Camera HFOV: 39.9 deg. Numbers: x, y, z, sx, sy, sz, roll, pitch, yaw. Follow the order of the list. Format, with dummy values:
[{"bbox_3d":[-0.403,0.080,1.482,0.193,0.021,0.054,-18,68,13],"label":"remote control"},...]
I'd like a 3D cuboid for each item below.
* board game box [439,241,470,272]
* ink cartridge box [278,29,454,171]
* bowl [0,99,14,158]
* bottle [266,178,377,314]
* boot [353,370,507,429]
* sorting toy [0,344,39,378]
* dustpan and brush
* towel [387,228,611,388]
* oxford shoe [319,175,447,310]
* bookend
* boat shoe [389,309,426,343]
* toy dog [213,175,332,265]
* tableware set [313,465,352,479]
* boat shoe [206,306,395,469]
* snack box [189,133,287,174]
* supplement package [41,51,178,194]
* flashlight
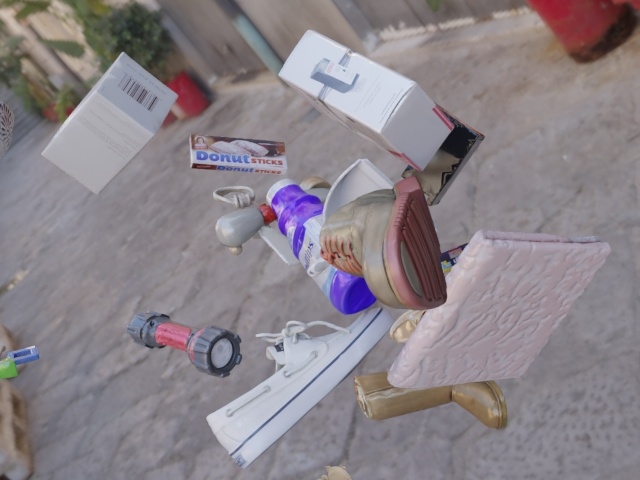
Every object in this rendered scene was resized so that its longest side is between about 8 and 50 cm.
[{"bbox_3d":[0.278,0.056,2.081,0.141,0.048,0.170,-17,-6,-37],"label":"board game box"},{"bbox_3d":[0.067,-0.208,1.310,0.218,0.158,0.092,37,93,34],"label":"ink cartridge box"},{"bbox_3d":[-0.618,-0.173,1.563,0.170,0.170,0.080,-35,64,13],"label":"bowl"},{"bbox_3d":[0.000,0.000,1.545,0.092,0.118,0.283,-21,51,-24],"label":"bottle"},{"bbox_3d":[0.230,0.342,1.863,0.270,0.089,0.236,-9,22,-11],"label":"boot"},{"bbox_3d":[-0.746,0.253,1.770,0.348,0.047,0.196,-10,15,-4],"label":"sorting toy"},{"bbox_3d":[0.045,-0.005,1.227,0.060,0.147,0.211,-52,7,-37],"label":"dustpan and brush"},{"bbox_3d":[0.302,0.118,1.498,0.053,0.317,0.331,56,132,39],"label":"towel"},{"bbox_3d":[0.063,0.015,0.973,0.130,0.122,0.348,-17,7,10],"label":"oxford shoe"},{"bbox_3d":[0.192,-0.171,1.629,0.157,0.156,0.072,-57,-13,15],"label":"bookend"},{"bbox_3d":[0.223,0.173,1.894,0.170,0.063,0.059,-32,5,12],"label":"boat shoe"},{"bbox_3d":[-0.065,-0.024,1.918,0.334,0.160,0.220,-8,26,-11],"label":"toy dog"},{"bbox_3d":[0.050,0.557,1.888,0.141,0.168,0.020,-38,-5,42],"label":"tableware set"},{"bbox_3d":[-0.043,0.203,1.478,0.367,0.156,0.136,-40,-9,-20],"label":"boat shoe"},{"bbox_3d":[-0.151,-0.157,1.620,0.022,0.178,0.064,123,144,-56],"label":"snack box"},{"bbox_3d":[-0.312,-0.170,1.306,0.179,0.105,0.105,-35,27,40],"label":"supplement package"},{"bbox_3d":[-0.296,0.210,1.860,0.304,0.103,0.103,9,49,43],"label":"flashlight"}]
